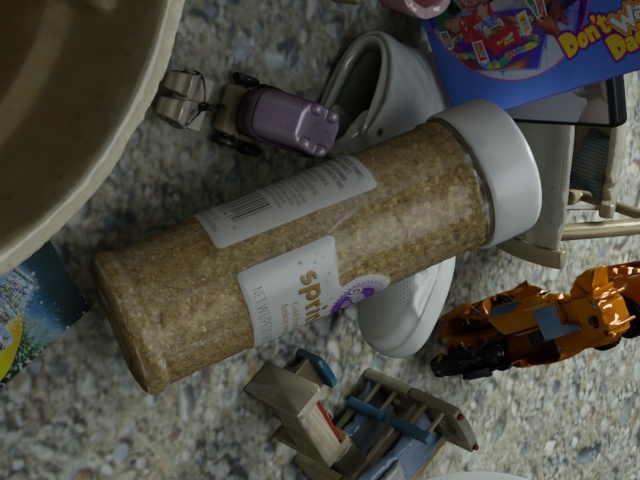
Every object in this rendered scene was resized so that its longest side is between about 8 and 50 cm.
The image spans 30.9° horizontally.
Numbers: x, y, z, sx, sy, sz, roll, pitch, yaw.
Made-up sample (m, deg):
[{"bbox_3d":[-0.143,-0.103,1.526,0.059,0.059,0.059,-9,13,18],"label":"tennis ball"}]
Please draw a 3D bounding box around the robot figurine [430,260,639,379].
[{"bbox_3d":[0.240,0.079,1.203,0.211,0.291,0.085,-16,86,-34],"label":"robot figurine"}]

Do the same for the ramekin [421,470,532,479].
[{"bbox_3d":[0.155,0.360,1.204,0.277,0.277,0.135,-28,115,-37],"label":"ramekin"}]

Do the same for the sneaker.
[{"bbox_3d":[0.048,-0.044,1.069,0.169,0.108,0.293,15,83,-46],"label":"sneaker"}]

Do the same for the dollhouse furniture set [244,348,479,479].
[{"bbox_3d":[0.045,0.173,1.117,0.129,0.129,0.184,-49,134,-23],"label":"dollhouse furniture set"}]

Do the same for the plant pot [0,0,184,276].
[{"bbox_3d":[-0.283,-0.155,0.521,0.333,0.305,0.334,-18,116,-42],"label":"plant pot"}]

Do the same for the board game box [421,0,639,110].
[{"bbox_3d":[0.216,-0.249,0.933,0.078,0.347,0.233,-27,99,-38],"label":"board game box"}]

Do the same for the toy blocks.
[{"bbox_3d":[-0.006,-0.214,0.824,0.288,0.260,0.309,17,91,-49],"label":"toy blocks"}]

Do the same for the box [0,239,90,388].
[{"bbox_3d":[-0.273,0.010,0.786,0.159,0.044,0.233,-44,132,-27],"label":"box"}]

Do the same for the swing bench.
[{"bbox_3d":[0.278,-0.130,1.232,0.254,0.165,0.253,-12,113,-38],"label":"swing bench"}]

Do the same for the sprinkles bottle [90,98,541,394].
[{"bbox_3d":[0.000,0.000,0.931,0.355,0.121,0.121,-23,122,-15],"label":"sprinkles bottle"}]

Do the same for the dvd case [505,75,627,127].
[{"bbox_3d":[0.189,-0.230,1.058,0.022,0.180,0.253,-25,113,-38],"label":"dvd case"}]
